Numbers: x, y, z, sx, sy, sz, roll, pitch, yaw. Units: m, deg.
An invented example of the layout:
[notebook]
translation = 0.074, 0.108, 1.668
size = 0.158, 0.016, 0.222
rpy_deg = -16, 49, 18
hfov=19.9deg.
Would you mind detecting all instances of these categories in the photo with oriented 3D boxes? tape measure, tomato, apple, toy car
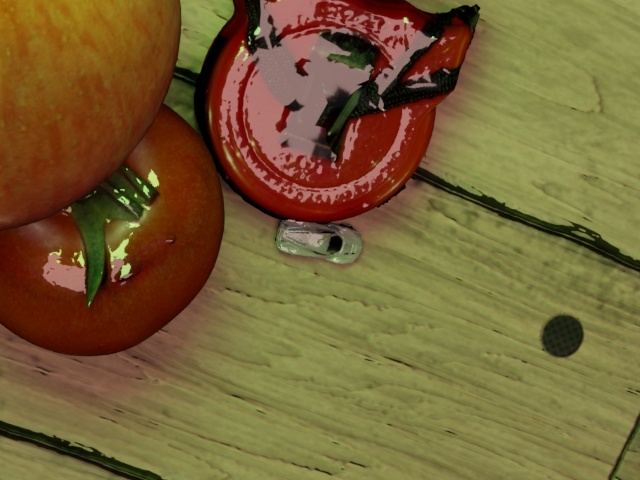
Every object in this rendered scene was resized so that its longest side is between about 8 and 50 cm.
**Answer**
[tape measure]
translation = 0.006, -0.142, 1.793
size = 0.253, 0.114, 0.260
rpy_deg = 16, 98, -14
[tomato]
translation = -0.217, -0.020, 1.700
size = 0.256, 0.224, 0.256
rpy_deg = 1, 66, -2
[apple]
translation = -0.293, -0.196, 1.478
size = 0.364, 0.364, 0.364
rpy_deg = -2, 102, -12
[toy car]
translation = 0.000, 0.000, 1.866
size = 0.093, 0.025, 0.041
rpy_deg = 10, 100, -14
